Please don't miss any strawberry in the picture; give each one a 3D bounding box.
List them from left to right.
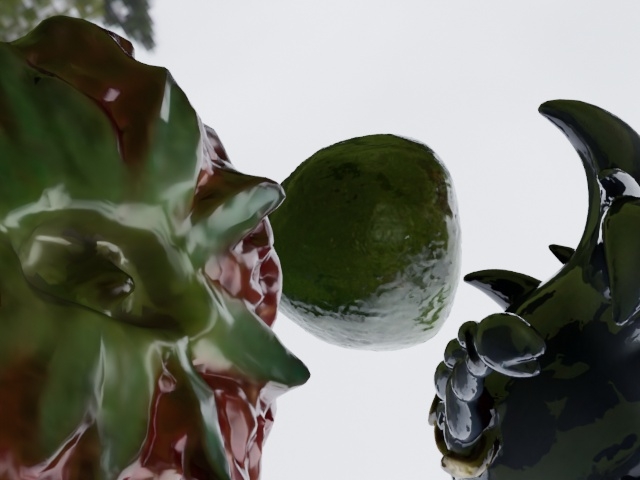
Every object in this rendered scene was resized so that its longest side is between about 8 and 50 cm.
[{"bbox_3d":[-0.159,0.087,0.708,0.292,0.292,0.310,-54,180,-41],"label":"strawberry"}]

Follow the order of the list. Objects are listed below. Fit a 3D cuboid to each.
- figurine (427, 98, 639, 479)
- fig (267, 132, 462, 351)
[{"bbox_3d":[0.154,0.062,0.765,0.197,0.265,0.175,7,-142,16],"label":"figurine"},{"bbox_3d":[0.000,0.000,1.410,0.235,0.203,0.203,2,-153,-5],"label":"fig"}]
